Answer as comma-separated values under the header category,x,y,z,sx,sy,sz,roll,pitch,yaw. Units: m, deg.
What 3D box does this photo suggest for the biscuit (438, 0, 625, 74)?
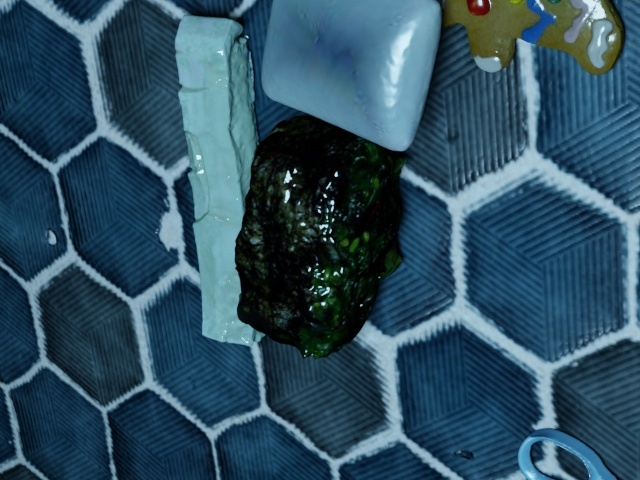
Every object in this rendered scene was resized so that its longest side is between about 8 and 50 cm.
category,x,y,z,sx,sy,sz,roll,pitch,yaw
biscuit,0.150,-0.202,1.010,0.205,0.031,0.138,17,119,30

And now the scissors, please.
category,x,y,z,sx,sy,sz,roll,pitch,yaw
scissors,0.294,0.248,1.114,0.256,0.030,0.125,9,115,34

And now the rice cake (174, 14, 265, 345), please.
category,x,y,z,sx,sy,sz,roll,pitch,yaw
rice cake,-0.094,-0.057,1.224,0.066,0.063,0.336,5,113,24

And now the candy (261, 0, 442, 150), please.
category,x,y,z,sx,sy,sz,roll,pitch,yaw
candy,0.025,-0.166,1.075,0.174,0.071,0.138,28,116,36

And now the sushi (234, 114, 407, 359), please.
category,x,y,z,sx,sy,sz,roll,pitch,yaw
sushi,0.000,0.000,1.143,0.127,0.124,0.225,25,121,25
